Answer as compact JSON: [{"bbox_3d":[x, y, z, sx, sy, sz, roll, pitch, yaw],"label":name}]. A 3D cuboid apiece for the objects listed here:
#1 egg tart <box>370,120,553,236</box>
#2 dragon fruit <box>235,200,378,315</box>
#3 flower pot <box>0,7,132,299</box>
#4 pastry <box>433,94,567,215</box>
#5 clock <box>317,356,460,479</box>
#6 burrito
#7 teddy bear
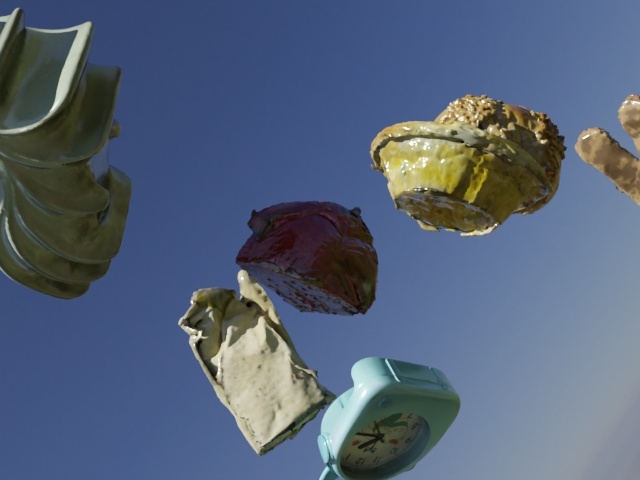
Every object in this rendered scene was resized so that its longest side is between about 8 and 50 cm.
[{"bbox_3d":[0.224,-0.090,1.527,0.315,0.315,0.120,56,-133,-65],"label":"egg tart"},{"bbox_3d":[-0.001,-0.001,1.047,0.120,0.127,0.161,44,-128,-39],"label":"dragon fruit"},{"bbox_3d":[-0.337,-0.076,0.991,0.367,0.254,0.164,96,176,-50],"label":"flower pot"},{"bbox_3d":[0.383,-0.191,1.957,0.162,0.311,0.255,119,166,-60],"label":"pastry"},{"bbox_3d":[0.101,0.337,1.648,0.224,0.094,0.274,18,-61,-34],"label":"clock"},{"bbox_3d":[-0.128,0.231,1.765,0.190,0.332,0.135,-32,-15,-12],"label":"burrito"},{"bbox_3d":[0.693,-0.174,1.860,0.246,0.296,0.222,-40,3,39],"label":"teddy bear"}]
